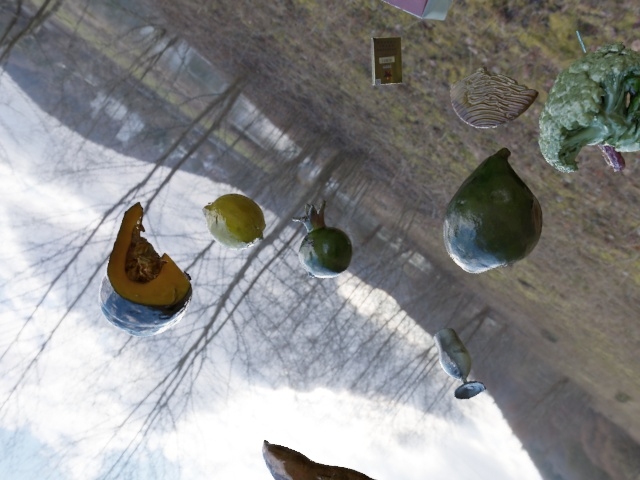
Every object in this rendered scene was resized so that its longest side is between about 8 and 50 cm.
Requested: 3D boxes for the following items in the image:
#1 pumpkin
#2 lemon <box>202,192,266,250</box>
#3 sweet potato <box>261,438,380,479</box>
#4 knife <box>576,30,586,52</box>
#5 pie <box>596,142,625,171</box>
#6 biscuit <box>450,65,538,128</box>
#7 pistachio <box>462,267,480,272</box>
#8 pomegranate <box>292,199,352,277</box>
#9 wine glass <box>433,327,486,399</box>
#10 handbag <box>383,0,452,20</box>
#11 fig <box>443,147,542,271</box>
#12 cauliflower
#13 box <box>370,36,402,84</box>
[{"bbox_3d":[-0.368,0.065,1.131,0.189,0.281,0.139,14,144,-12],"label":"pumpkin"},{"bbox_3d":[-0.268,-0.060,1.592,0.206,0.174,0.173,28,-176,-12],"label":"lemon"},{"bbox_3d":[0.017,0.491,1.014,0.354,0.095,0.106,14,-161,20],"label":"sweet potato"},{"bbox_3d":[0.861,-0.654,1.687,0.091,0.005,0.014,43,-163,-36],"label":"knife"},{"bbox_3d":[1.001,-0.322,1.778,0.182,0.049,0.182,42,-148,-34],"label":"pie"},{"bbox_3d":[0.429,-0.368,1.287,0.031,0.177,0.228,11,167,-44],"label":"biscuit"},{"bbox_3d":[0.444,-0.053,1.387,0.197,0.288,0.166,20,178,32],"label":"pistachio"},{"bbox_3d":[0.000,0.000,1.273,0.152,0.131,0.191,5,113,63],"label":"pomegranate"},{"bbox_3d":[0.434,0.387,1.629,0.103,0.103,0.222,35,-154,-35],"label":"wine glass"},{"bbox_3d":[0.220,-0.724,1.404,0.298,0.151,0.171,34,-146,22],"label":"handbag"},{"bbox_3d":[0.333,-0.061,1.009,0.195,0.245,0.195,0,167,0],"label":"fig"},{"bbox_3d":[0.662,-0.305,1.211,0.250,0.272,0.275,28,163,9],"label":"cauliflower"},{"bbox_3d":[0.195,-0.529,1.507,0.090,0.134,0.023,-9,-163,-11],"label":"box"}]
